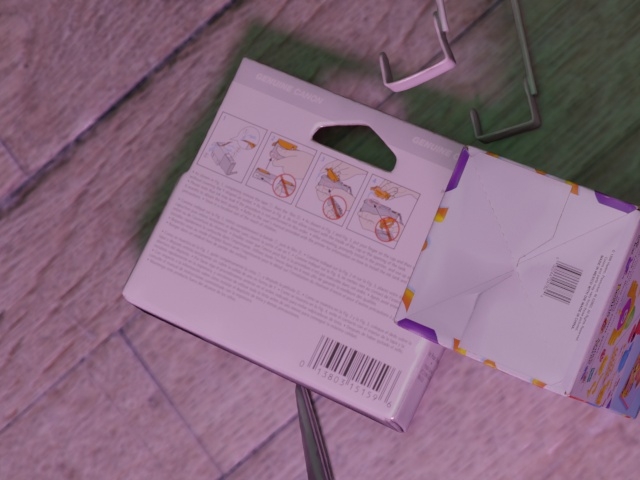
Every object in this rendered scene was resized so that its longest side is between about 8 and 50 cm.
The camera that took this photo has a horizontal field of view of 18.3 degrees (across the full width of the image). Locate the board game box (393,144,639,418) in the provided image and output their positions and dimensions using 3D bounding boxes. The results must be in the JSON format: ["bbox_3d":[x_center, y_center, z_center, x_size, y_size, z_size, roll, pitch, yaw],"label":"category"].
[{"bbox_3d":[0.179,0.038,1.515,0.142,0.275,0.144,22,89,21],"label":"board game box"}]

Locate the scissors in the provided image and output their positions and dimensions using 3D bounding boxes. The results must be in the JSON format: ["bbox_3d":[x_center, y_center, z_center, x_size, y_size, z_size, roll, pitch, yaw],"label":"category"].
[{"bbox_3d":[0.021,0.263,1.671,0.109,0.021,0.297,-1,80,21],"label":"scissors"}]

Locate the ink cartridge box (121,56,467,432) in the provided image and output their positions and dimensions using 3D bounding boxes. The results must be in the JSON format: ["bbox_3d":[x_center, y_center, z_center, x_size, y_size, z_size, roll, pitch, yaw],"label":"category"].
[{"bbox_3d":[0.000,0.000,1.699,0.275,0.060,0.239,24,81,21],"label":"ink cartridge box"}]

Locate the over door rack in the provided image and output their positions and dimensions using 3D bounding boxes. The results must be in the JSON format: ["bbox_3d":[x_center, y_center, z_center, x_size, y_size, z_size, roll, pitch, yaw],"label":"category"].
[{"bbox_3d":[0.139,-0.258,1.601,0.108,0.239,0.324,-3,80,24],"label":"over door rack"}]
